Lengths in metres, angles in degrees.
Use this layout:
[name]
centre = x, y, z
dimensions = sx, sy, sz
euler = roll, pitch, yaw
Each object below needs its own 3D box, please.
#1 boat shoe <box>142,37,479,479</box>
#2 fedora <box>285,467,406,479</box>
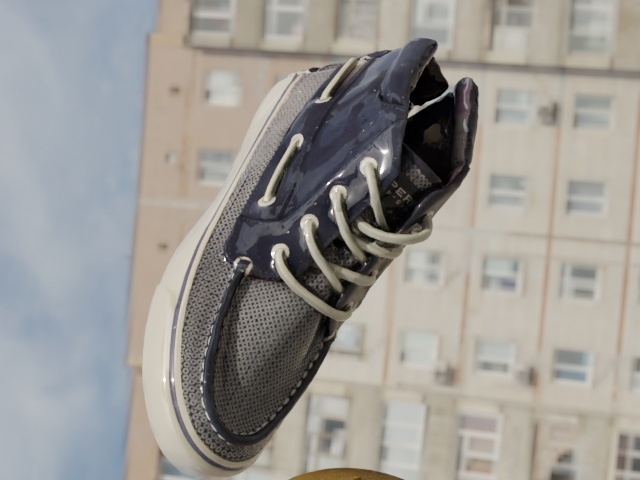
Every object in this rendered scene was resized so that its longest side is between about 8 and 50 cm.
[boat shoe]
centre = 0.000, 0.000, 1.140
dimensions = 0.127, 0.158, 0.340
euler = 39, -127, -31
[fedora]
centre = -0.002, 0.195, 0.777
dimensions = 0.194, 0.079, 0.194
euler = 3, -94, -37
